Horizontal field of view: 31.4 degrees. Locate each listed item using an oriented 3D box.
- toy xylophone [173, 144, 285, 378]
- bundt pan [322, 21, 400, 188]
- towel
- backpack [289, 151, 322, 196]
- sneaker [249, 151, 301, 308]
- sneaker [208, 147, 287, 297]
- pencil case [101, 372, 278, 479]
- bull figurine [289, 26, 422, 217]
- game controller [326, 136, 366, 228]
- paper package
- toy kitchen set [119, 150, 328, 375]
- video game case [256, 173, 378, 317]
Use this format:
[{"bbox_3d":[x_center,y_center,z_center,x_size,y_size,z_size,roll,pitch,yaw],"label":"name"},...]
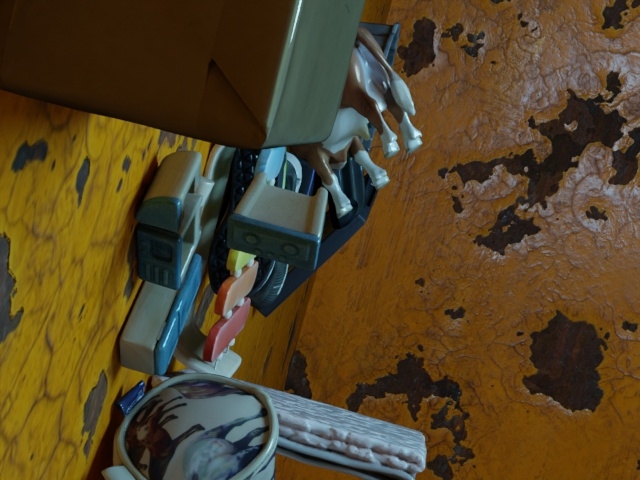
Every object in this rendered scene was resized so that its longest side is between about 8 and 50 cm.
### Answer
[{"bbox_3d":[-0.109,0.013,1.296,0.236,0.081,0.322,-60,165,-72],"label":"toy xylophone"},{"bbox_3d":[0.041,-0.243,2.024,0.331,0.124,0.330,17,90,-86],"label":"bundt pan"},{"bbox_3d":[-0.031,0.228,1.412,0.317,0.332,0.053,47,59,-84],"label":"towel"},{"bbox_3d":[-0.040,-0.091,1.782,0.114,0.084,0.105,-32,135,-79],"label":"backpack"},{"bbox_3d":[-0.083,-0.009,1.630,0.106,0.078,0.234,-48,150,-74],"label":"sneaker"},{"bbox_3d":[-0.081,-0.038,1.455,0.097,0.084,0.234,-63,168,-79],"label":"sneaker"},{"bbox_3d":[-0.143,0.320,1.256,0.160,0.184,0.410,57,-26,37],"label":"pencil case"},{"bbox_3d":[0.020,-0.148,1.432,0.101,0.188,0.310,-33,171,-22],"label":"bull figurine"},{"bbox_3d":[0.019,-0.181,1.781,0.166,0.067,0.319,-38,122,-71],"label":"game controller"},{"bbox_3d":[-0.052,-0.212,0.631,0.325,0.168,0.309,-42,146,-81],"label":"paper package"},{"bbox_3d":[-0.090,0.039,1.053,0.207,0.166,0.122,100,7,-54],"label":"toy kitchen set"},{"bbox_3d":[0.000,0.000,2.138,0.275,0.035,0.248,-44,-172,23],"label":"video game case"}]
